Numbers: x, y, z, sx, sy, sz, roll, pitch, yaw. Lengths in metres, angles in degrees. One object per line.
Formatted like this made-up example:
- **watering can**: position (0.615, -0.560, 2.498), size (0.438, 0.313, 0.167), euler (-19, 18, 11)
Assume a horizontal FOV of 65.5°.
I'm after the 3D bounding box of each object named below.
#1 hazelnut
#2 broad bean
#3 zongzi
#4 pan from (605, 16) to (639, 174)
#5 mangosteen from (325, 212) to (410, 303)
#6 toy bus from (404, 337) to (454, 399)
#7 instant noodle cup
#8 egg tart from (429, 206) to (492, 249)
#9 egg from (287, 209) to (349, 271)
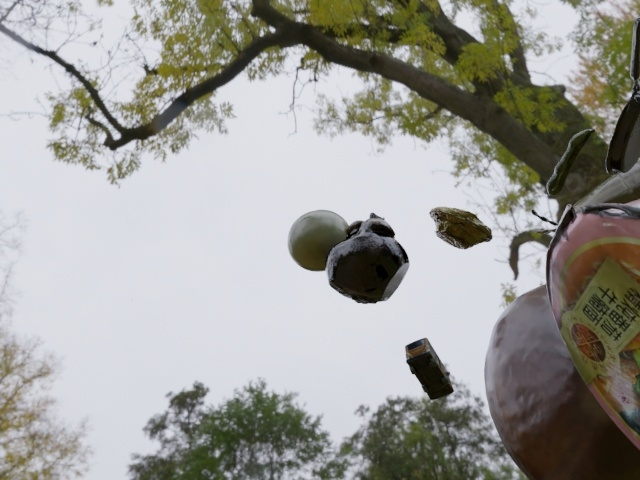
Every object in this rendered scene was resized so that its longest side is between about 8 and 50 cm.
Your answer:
- **hazelnut**: position (0.481, 0.261, 0.888), size (0.353, 0.421, 0.421), euler (23, -48, 9)
- **broad bean**: position (0.817, -0.258, 1.649), size (0.053, 0.052, 0.256), euler (8, -55, -14)
- **zongzi**: position (0.926, -0.087, 1.442), size (0.500, 0.218, 0.467), euler (-36, -25, 32)
- **pan**: position (0.450, -0.198, 0.708), size (0.136, 0.028, 0.235), euler (-42, -47, -24)
- **mangosteen**: position (0.154, 0.056, 1.536), size (0.233, 0.287, 0.287), euler (30, -39, 27)
- **toy bus**: position (0.341, 0.404, 1.567), size (0.091, 0.103, 0.182), euler (-26, -66, 16)
- **instant noodle cup**: position (0.338, 0.033, 0.351), size (0.255, 0.244, 0.244), euler (-26, -46, -9)
- **egg tart**: position (0.485, -0.036, 1.758), size (0.241, 0.241, 0.106), euler (35, -100, -33)
- **egg**: position (0.000, 0.000, 1.744), size (0.219, 0.269, 0.219), euler (6, -73, 21)
